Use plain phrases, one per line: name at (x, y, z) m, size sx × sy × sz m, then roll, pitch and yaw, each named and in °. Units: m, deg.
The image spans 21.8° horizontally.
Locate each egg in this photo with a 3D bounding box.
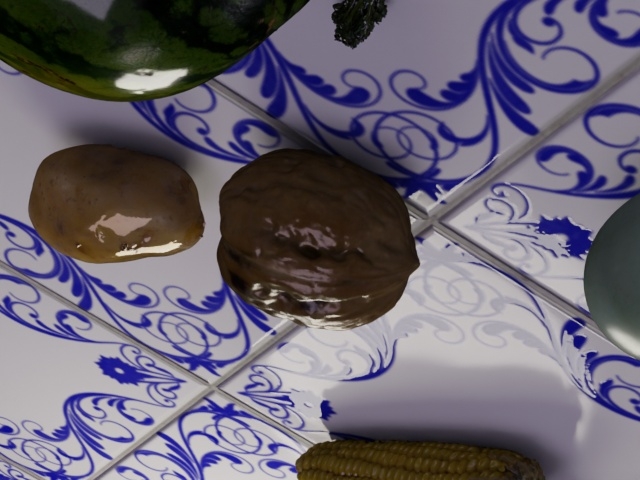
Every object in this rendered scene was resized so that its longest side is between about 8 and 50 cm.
egg at (0.295, 0.024, 1.297) m, size 0.149 × 0.149 × 0.192 m, roll 39°, pitch 144°, yaw -23°

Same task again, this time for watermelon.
watermelon at (-0.125, -0.227, 1.077) m, size 0.285 × 0.285 × 0.285 m, roll 16°, pitch 147°, yaw 11°

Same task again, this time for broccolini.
broccolini at (0.020, -0.223, 1.231) m, size 0.052 × 0.054 × 0.194 m, roll -14°, pitch 133°, yaw 1°

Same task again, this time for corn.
corn at (0.110, 0.270, 1.809) m, size 0.318 × 0.115 × 0.115 m, roll 0°, pitch 141°, yaw 34°

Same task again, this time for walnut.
walnut at (0.000, 0.000, 1.455) m, size 0.184 × 0.155 × 0.155 m, roll 17°, pitch 147°, yaw 19°

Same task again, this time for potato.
potato at (-0.191, -0.032, 1.559) m, size 0.178 × 0.109 × 0.118 m, roll 5°, pitch 121°, yaw 18°
